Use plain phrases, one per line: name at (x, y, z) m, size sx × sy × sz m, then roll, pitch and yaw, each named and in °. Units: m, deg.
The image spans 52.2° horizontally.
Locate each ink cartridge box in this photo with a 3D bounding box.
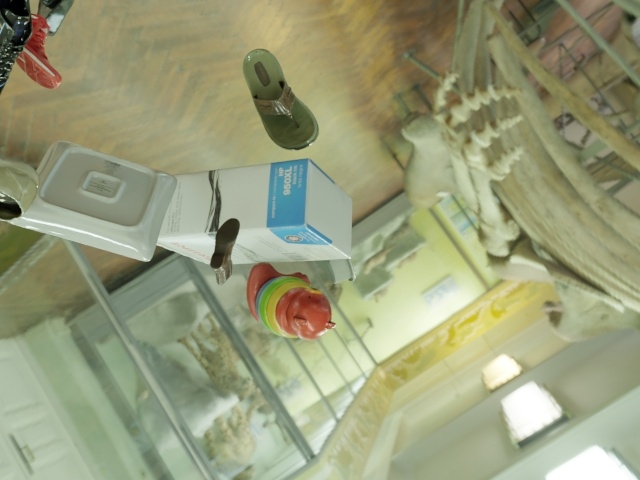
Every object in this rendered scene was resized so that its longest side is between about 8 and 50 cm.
ink cartridge box at (-0.155, -0.053, 1.552) m, size 0.395 × 0.166 × 0.285 m, roll -4°, pitch 164°, yaw 21°

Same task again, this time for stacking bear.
stacking bear at (-0.065, 0.165, 1.615) m, size 0.289 × 0.175 × 0.164 m, roll 14°, pitch -93°, yaw 65°

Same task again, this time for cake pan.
cake pan at (0.000, 0.000, 1.851) m, size 0.054 × 0.293 × 0.293 m, roll -29°, pitch 171°, yaw -10°

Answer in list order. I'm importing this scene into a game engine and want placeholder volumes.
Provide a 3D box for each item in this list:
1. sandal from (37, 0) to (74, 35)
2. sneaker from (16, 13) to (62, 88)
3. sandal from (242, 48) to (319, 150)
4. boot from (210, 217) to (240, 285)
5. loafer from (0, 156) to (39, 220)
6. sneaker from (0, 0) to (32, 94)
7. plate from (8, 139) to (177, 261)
sandal at (-0.629, -0.621, 1.522) m, size 0.107 × 0.167 × 0.446 m, roll 6°, pitch 161°, yaw -33°
sneaker at (-0.661, -0.460, 1.529) m, size 0.128 × 0.221 × 0.087 m, roll -48°, pitch 178°, yaw -29°
sandal at (-0.114, -0.344, 1.587) m, size 0.120 × 0.302 × 0.086 m, roll -33°, pitch 165°, yaw 6°
boot at (-0.172, 0.023, 1.204) m, size 0.114 × 0.037 × 0.106 m, roll 88°, pitch 24°, yaw -71°
loafer at (-0.567, -0.088, 0.988) m, size 0.269 × 0.092 × 0.102 m, roll 4°, pitch 132°, yaw -31°
sneaker at (-0.460, -0.282, 0.923) m, size 0.081 × 0.090 × 0.232 m, roll -41°, pitch 148°, yaw -64°
plate at (-0.448, -0.099, 1.329) m, size 0.278 × 0.277 × 0.045 m, roll -87°, pitch -163°, yaw -49°
